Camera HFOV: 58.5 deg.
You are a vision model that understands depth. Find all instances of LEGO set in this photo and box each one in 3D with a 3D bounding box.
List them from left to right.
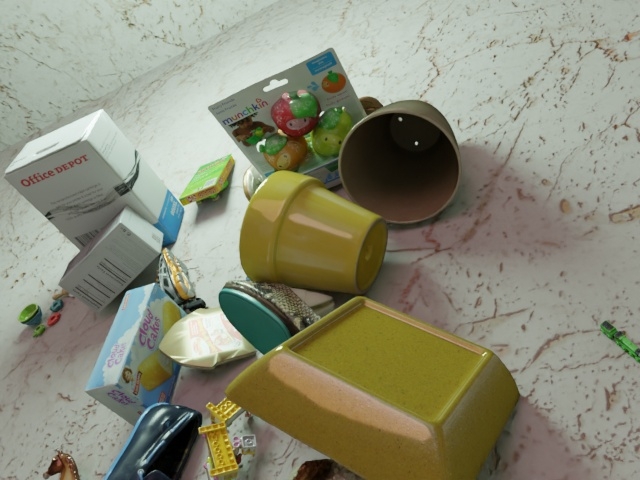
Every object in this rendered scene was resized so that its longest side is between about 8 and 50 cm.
[{"bbox_3d":[-0.151,0.355,1.029,0.132,0.107,0.287,8,37,-5],"label":"LEGO set"}]

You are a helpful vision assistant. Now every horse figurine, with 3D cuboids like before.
[{"bbox_3d":[-0.475,0.526,1.065,0.263,0.066,0.174,12,61,45],"label":"horse figurine"}]

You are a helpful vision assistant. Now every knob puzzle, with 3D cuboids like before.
[{"bbox_3d":[-0.250,0.217,1.240,0.213,0.029,0.213,-2,34,2],"label":"knob puzzle"}]

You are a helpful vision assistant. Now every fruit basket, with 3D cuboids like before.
[{"bbox_3d":[-0.045,-0.263,1.404,0.327,0.353,0.165,-21,55,14],"label":"fruit basket"}]

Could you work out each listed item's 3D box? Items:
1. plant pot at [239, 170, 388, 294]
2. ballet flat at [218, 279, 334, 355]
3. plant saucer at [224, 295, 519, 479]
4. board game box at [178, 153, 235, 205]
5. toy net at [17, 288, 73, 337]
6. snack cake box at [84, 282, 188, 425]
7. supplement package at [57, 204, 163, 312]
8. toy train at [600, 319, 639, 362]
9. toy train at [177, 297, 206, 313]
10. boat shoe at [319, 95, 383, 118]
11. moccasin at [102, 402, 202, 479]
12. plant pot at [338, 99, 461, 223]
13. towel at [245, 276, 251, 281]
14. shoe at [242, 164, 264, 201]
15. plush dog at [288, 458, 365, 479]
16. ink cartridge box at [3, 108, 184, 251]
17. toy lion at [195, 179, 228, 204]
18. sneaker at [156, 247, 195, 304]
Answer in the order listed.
[{"bbox_3d":[0.000,0.000,1.181,0.239,0.254,0.254,15,56,24],"label":"plant pot"},{"bbox_3d":[0.001,0.191,1.055,0.182,0.163,0.483,-26,38,-28],"label":"ballet flat"},{"bbox_3d":[0.094,0.188,0.814,0.333,0.080,0.333,20,23,27],"label":"plant saucer"},{"bbox_3d":[-0.342,-0.192,1.751,0.124,0.039,0.259,-20,28,14],"label":"board game box"},{"bbox_3d":[-0.773,0.174,1.678,0.232,0.045,0.122,-46,39,-17],"label":"toy net"},{"bbox_3d":[-0.383,0.243,1.240,0.089,0.152,0.264,-17,40,21],"label":"snack cake box"},{"bbox_3d":[-0.559,0.049,1.535,0.244,0.134,0.139,-43,24,9],"label":"supplement package"},{"bbox_3d":[0.455,0.151,0.859,0.017,0.023,0.083,-34,37,-2],"label":"toy train"},{"bbox_3d":[-0.348,0.172,1.389,0.158,0.036,0.027,-17,53,17],"label":"toy train"},{"bbox_3d":[0.025,-0.301,1.609,0.342,0.123,0.123,-27,8,18],"label":"boat shoe"},{"bbox_3d":[-0.302,0.426,0.995,0.117,0.137,0.341,-5,42,15],"label":"moccasin"},{"bbox_3d":[0.196,-0.214,1.294,0.257,0.256,0.274,-13,26,24],"label":"plant pot"},{"bbox_3d":[-0.131,0.060,1.367,0.067,0.029,0.119,-1,48,34],"label":"towel"},{"bbox_3d":[-0.166,-0.194,1.633,0.058,0.076,0.219,-16,38,28],"label":"shoe"},{"bbox_3d":[0.041,0.407,0.758,0.263,0.211,0.225,-17,66,22],"label":"plush dog"},{"bbox_3d":[-0.627,-0.135,1.629,0.286,0.394,0.166,-18,40,17],"label":"ink cartridge box"},{"bbox_3d":[-0.333,-0.156,1.750,0.100,0.034,0.096,-11,35,26],"label":"toy lion"},{"bbox_3d":[-0.390,0.095,1.471,0.083,0.084,0.215,-41,36,4],"label":"sneaker"}]
